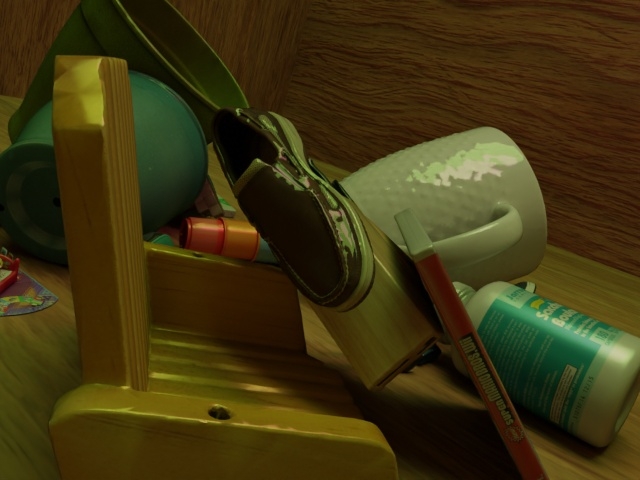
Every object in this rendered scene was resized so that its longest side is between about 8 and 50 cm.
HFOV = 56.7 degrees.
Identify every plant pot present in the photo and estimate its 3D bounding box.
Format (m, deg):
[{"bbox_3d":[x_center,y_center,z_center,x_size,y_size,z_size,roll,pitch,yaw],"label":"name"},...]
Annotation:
[{"bbox_3d":[-0.340,-0.097,0.896,0.272,0.271,0.255,16,28,2],"label":"plant pot"},{"bbox_3d":[-0.386,-0.260,1.143,0.366,0.353,0.366,47,16,-18],"label":"plant pot"}]

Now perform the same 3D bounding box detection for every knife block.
[{"bbox_3d":[0.000,0.000,0.643,0.242,0.088,0.275,41,15,-14],"label":"knife block"}]

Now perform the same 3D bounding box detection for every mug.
[{"bbox_3d":[0.176,-0.016,0.977,0.328,0.276,0.374,-17,11,-10],"label":"mug"}]

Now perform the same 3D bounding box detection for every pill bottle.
[{"bbox_3d":[0.279,0.147,0.795,0.264,0.146,0.146,25,16,35],"label":"pill bottle"}]

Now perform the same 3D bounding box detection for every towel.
[{"bbox_3d":[0.117,0.143,0.882,0.119,0.029,0.067,24,14,34],"label":"towel"}]

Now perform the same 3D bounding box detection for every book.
[{"bbox_3d":[-0.283,-0.086,1.388,0.144,0.035,0.096,6,21,-40],"label":"book"}]

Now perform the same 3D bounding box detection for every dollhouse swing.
[{"bbox_3d":[-0.069,0.031,0.516,0.315,0.304,0.347,12,12,-17],"label":"dollhouse swing"}]

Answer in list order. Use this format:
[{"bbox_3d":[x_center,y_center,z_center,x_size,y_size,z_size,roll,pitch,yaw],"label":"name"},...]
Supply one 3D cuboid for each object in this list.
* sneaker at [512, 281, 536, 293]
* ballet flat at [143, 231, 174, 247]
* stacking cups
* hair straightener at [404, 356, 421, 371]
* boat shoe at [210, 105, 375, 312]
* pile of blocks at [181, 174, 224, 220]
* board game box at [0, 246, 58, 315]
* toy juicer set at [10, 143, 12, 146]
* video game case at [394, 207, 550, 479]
[{"bbox_3d":[0.336,0.104,1.185,0.164,0.086,0.226,23,15,18],"label":"sneaker"},{"bbox_3d":[-0.268,0.039,0.800,0.074,0.074,0.203,17,19,6],"label":"ballet flat"},{"bbox_3d":[-0.099,-0.002,1.097,0.316,0.096,0.096,9,14,-27],"label":"stacking cups"},{"bbox_3d":[0.055,0.103,0.744,0.230,0.047,0.089,42,-1,-32],"label":"hair straightener"},{"bbox_3d":[-0.044,-0.038,0.567,0.095,0.095,0.257,17,30,-45],"label":"boat shoe"},{"bbox_3d":[-0.295,-0.117,1.295,0.113,0.148,0.362,-24,27,-5],"label":"pile of blocks"},{"bbox_3d":[-0.397,0.039,0.698,0.169,0.033,0.133,24,15,34],"label":"board game box"},{"bbox_3d":[-0.571,-0.175,1.284,0.209,0.089,0.329,21,13,25],"label":"toy juicer set"},{"bbox_3d":[0.156,0.109,0.628,0.025,0.285,0.204,-27,10,8],"label":"video game case"}]
